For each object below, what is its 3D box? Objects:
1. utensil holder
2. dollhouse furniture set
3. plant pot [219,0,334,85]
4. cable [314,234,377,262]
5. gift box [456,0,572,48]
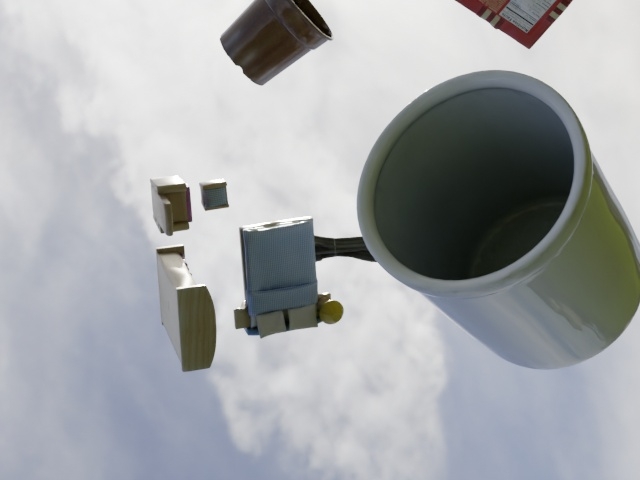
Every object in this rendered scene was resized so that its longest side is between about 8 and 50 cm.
[{"bbox_3d":[0.279,-0.011,1.569,0.385,0.327,0.328,40,-131,-53],"label":"utensil holder"},{"bbox_3d":[-0.099,0.043,1.719,0.303,0.198,0.286,-8,-69,-17],"label":"dollhouse furniture set"},{"bbox_3d":[-0.089,-0.390,2.018,0.167,0.165,0.167,45,-162,-19],"label":"plant pot"},{"bbox_3d":[0.000,0.000,1.947,0.139,0.287,0.072,77,-175,-51],"label":"cable"},{"bbox_3d":[0.429,-0.588,2.173,0.255,0.276,0.258,34,-143,-15],"label":"gift box"}]
